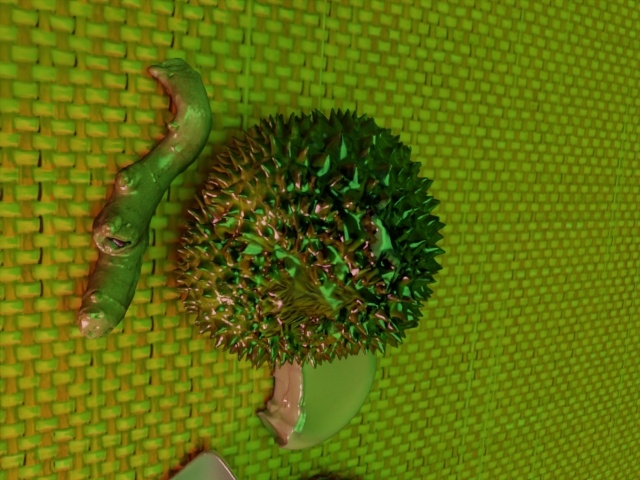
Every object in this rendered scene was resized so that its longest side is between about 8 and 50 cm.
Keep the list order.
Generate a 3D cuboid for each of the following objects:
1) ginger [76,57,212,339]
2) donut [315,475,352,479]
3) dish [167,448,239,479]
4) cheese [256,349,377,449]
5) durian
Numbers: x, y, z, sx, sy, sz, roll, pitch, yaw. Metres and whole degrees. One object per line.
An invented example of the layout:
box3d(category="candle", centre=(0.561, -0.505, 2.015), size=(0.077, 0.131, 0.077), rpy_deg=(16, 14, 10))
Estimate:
box3d(category="ginger", centre=(-0.174, -0.045, 0.585), size=(0.089, 0.075, 0.287), rpy_deg=(33, 76, -75))
box3d(category="donut", centre=(-0.010, 0.447, 0.754), size=(0.345, 0.136, 0.259), rpy_deg=(-29, 117, -27))
box3d(category="dish", centre=(-0.159, 0.350, 0.643), size=(0.213, 0.151, 0.077), rpy_deg=(-33, 150, -21))
box3d(category="cheese", centre=(0.034, 0.147, 0.759), size=(0.249, 0.071, 0.163), rpy_deg=(-23, 111, -29))
box3d(category="durian", centre=(0.003, 0.001, 0.613), size=(0.291, 0.225, 0.290), rpy_deg=(-2, 94, -31))
